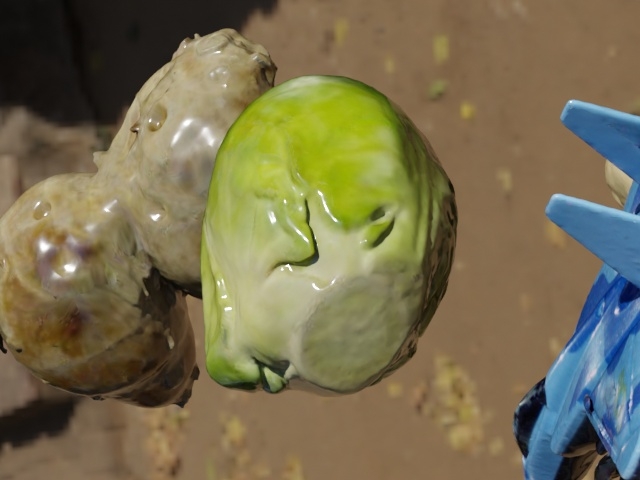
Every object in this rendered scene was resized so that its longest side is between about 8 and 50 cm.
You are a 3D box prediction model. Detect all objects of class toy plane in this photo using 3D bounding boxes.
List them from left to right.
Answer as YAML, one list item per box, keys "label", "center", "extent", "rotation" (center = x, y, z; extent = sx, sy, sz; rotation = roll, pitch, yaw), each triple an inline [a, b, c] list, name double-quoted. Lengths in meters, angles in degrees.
- label: "toy plane"
  center: [0.111, 0.038, 0.699]
  extent: [0.246, 0.078, 0.169]
  rotation: [90, -170, -53]

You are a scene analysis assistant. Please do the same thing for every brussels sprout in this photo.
- label: "brussels sprout"
  center: [0.004, -0.001, 0.892]
  extent: [0.155, 0.117, 0.155]
  rotation: [-178, 90, -69]

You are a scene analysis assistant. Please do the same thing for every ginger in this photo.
- label: "ginger"
  center: [-0.114, 0.005, 1.472]
  extent: [0.256, 0.375, 0.176]
  rotation: [61, -176, -24]

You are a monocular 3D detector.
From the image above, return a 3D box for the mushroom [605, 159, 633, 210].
- label: "mushroom"
  center: [0.338, -0.093, 1.546]
  extent: [0.247, 0.108, 0.096]
  rotation: [-41, 43, 7]
